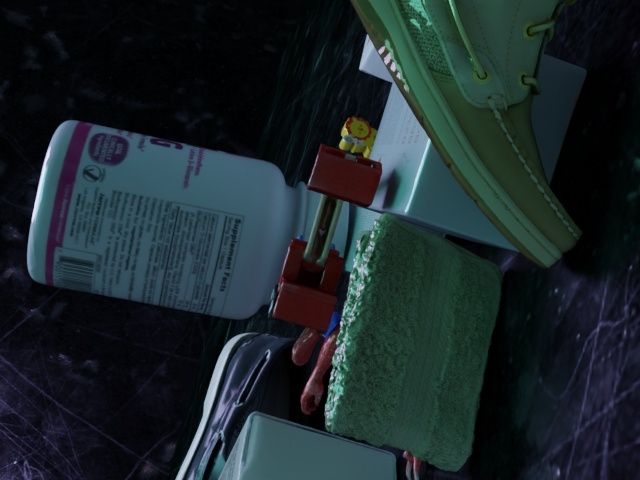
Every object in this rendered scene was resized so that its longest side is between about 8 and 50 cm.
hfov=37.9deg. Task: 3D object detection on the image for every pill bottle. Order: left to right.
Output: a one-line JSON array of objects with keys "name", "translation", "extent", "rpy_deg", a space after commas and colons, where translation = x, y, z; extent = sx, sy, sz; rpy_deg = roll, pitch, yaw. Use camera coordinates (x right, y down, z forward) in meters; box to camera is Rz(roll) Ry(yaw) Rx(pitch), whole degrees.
[{"name": "pill bottle", "translation": [-0.125, -0.012, 0.909], "extent": [0.160, 0.283, 0.160], "rpy_deg": [-168, 90, -81]}]

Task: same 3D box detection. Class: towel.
[{"name": "towel", "translation": [0.063, 0.065, 0.603], "extent": [0.027, 0.110, 0.148], "rpy_deg": [-32, 40, 65]}]

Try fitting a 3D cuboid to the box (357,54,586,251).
[{"name": "box", "translation": [0.101, -0.070, 0.682], "extent": [0.170, 0.091, 0.130], "rpy_deg": [-151, 78, -80]}]

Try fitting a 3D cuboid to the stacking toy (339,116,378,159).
[{"name": "stacking toy", "translation": [0.014, -0.028, 1.207], "extent": [0.167, 0.052, 0.221], "rpy_deg": [120, 164, -53]}]

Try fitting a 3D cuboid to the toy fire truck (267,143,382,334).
[{"name": "toy fire truck", "translation": [0.000, 0.000, 0.719], "extent": [0.192, 0.047, 0.135], "rpy_deg": [-128, 54, -87]}]

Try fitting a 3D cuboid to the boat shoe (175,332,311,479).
[{"name": "boat shoe", "translation": [-0.071, 0.257, 0.998], "extent": [0.113, 0.127, 0.340], "rpy_deg": [-16, 49, 46]}]

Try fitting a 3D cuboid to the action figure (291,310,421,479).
[{"name": "action figure", "translation": [0.031, 0.114, 0.753], "extent": [0.280, 0.091, 0.139], "rpy_deg": [132, 161, -70]}]

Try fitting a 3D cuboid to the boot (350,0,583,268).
[{"name": "boot", "translation": [0.135, -0.137, 0.535], "extent": [0.203, 0.262, 0.095], "rpy_deg": [-30, -7, 9]}]

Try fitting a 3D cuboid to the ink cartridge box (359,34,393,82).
[{"name": "ink cartridge box", "translation": [0.128, -0.278, 0.877], "extent": [0.172, 0.100, 0.237], "rpy_deg": [127, 159, -64]}]

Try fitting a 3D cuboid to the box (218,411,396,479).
[{"name": "box", "translation": [-0.039, 0.276, 0.737], "extent": [0.149, 0.126, 0.232], "rpy_deg": [-84, 16, -52]}]

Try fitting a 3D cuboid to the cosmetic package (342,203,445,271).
[{"name": "cosmetic package", "translation": [0.060, -0.009, 0.888], "extent": [0.239, 0.060, 0.099], "rpy_deg": [-175, 102, -80]}]
